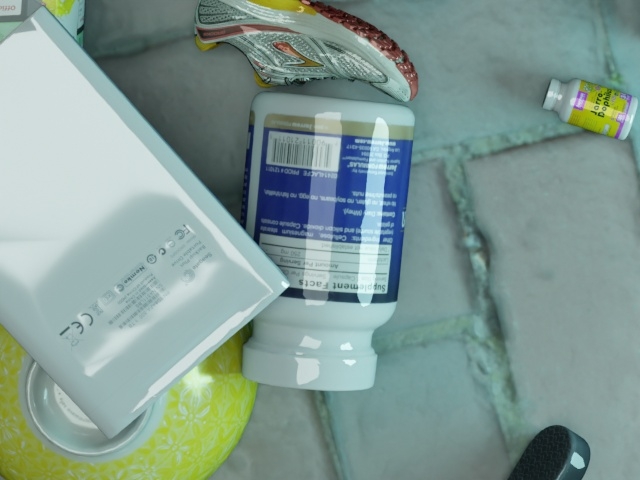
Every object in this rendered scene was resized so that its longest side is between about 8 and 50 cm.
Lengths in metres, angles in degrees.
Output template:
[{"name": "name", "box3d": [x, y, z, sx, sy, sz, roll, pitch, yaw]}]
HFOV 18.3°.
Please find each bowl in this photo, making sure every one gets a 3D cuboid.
[{"name": "bowl", "box3d": [-0.205, 0.131, 1.840, 0.290, 0.156, 0.289, 0, 95, 0]}]

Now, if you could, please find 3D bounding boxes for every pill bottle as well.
[{"name": "pill bottle", "box3d": [0.251, -0.125, 1.856, 0.083, 0.043, 0.043, 17, 95, 2]}, {"name": "pill bottle", "box3d": [0.000, 0.000, 1.826, 0.153, 0.153, 0.264, 6, 95, 3]}]

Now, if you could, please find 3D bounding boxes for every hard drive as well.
[{"name": "hard drive", "box3d": [-0.210, -0.014, 1.709, 0.210, 0.040, 0.318, -41, 101, 4]}]

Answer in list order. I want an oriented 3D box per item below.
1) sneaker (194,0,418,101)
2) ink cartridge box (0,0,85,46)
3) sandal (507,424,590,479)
[{"name": "sneaker", "box3d": [-0.013, -0.178, 1.857, 0.225, 0.088, 0.092, 24, 103, 9]}, {"name": "ink cartridge box", "box3d": [-0.278, -0.236, 1.802, 0.117, 0.201, 0.278, 4, 95, 0]}, {"name": "sandal", "box3d": [0.178, 0.293, 1.870, 0.054, 0.097, 0.254, 34, 97, -26]}]
